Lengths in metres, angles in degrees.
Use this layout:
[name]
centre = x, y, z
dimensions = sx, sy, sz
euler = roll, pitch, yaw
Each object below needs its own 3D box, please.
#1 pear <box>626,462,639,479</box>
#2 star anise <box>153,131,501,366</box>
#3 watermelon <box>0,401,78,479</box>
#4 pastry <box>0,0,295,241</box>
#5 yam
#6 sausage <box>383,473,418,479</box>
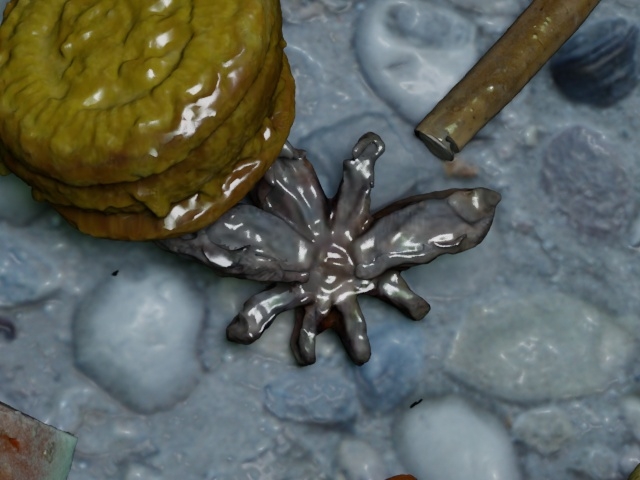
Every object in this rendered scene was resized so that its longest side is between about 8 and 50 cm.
[pear]
centre = 0.320, 0.235, 1.158
dimensions = 0.167, 0.136, 0.167
euler = 0, 89, -13
[star anise]
centre = -0.005, -0.001, 1.131
dimensions = 0.257, 0.110, 0.198
euler = 25, 82, -12
[watermelon]
centre = -0.298, 0.158, 0.999
dimensions = 0.261, 0.201, 0.213
euler = 23, 66, -16
[pastry]
centre = -0.139, -0.129, 1.068
dimensions = 0.235, 0.132, 0.240
euler = 20, 67, 19
[yam]
centre = 0.179, -0.170, 1.218
dimensions = 0.046, 0.046, 0.264
euler = 45, 77, -4
[sausage]
centre = 0.008, 0.254, 1.124
dimensions = 0.197, 0.076, 0.076
euler = -29, 91, -12
